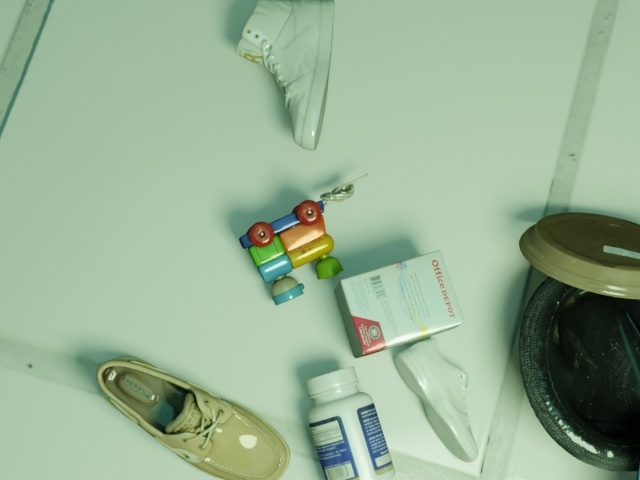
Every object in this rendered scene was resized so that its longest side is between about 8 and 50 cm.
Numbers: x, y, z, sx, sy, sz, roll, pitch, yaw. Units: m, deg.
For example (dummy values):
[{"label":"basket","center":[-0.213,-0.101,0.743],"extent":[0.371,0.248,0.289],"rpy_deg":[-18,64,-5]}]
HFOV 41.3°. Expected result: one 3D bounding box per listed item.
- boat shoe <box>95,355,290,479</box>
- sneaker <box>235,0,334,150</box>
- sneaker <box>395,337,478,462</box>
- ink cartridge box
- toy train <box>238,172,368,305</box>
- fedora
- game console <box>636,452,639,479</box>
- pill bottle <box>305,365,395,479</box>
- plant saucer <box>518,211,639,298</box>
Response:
[{"label":"boat shoe","center":[-0.207,0.293,1.356],"extent":[0.341,0.110,0.121],"rpy_deg":[26,78,2]},{"label":"sneaker","center":[-0.068,-0.296,1.492],"extent":[0.169,0.108,0.292],"rpy_deg":[5,69,-1]},{"label":"sneaker","center":[0.217,0.261,1.413],"extent":[0.094,0.080,0.212],"rpy_deg":[-27,80,-20]},{"label":"ink cartridge box","center":[0.128,0.108,1.405],"extent":[0.176,0.127,0.128],"rpy_deg":[-16,80,-6]},{"label":"toy train","center":[0.000,0.000,1.438],"extent":[0.248,0.105,0.143],"rpy_deg":[-25,92,-8]},{"label":"fedora","center":[0.456,0.211,1.391],"extent":[0.334,0.152,0.334],"rpy_deg":[1,71,-4]},{"label":"game console","center":[0.570,0.391,1.309],"extent":[0.173,0.250,0.293],"rpy_deg":[7,102,19]},{"label":"pill bottle","center":[0.042,0.304,1.370],"extent":[0.112,0.112,0.186],"rpy_deg":[-16,80,-7]},{"label":"plant saucer","center":[0.467,0.016,1.386],"extent":[0.278,0.278,0.041],"rpy_deg":[5,114,-3]}]
